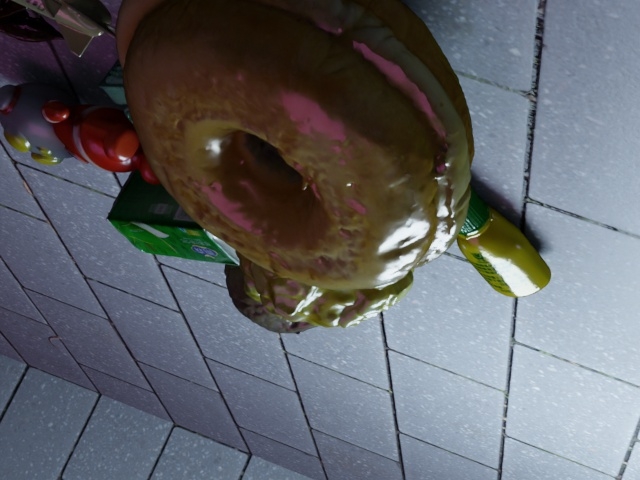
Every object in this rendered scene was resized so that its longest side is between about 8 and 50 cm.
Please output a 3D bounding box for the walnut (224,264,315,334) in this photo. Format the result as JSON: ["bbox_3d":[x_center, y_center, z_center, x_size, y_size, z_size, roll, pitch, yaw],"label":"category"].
[{"bbox_3d":[-0.032,0.051,2.094,0.230,0.178,0.178,-7,144,36],"label":"walnut"}]

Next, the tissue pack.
[{"bbox_3d":[-0.159,-0.040,2.023,0.209,0.148,0.156,5,150,43],"label":"tissue pack"}]

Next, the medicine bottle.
[{"bbox_3d":[0.200,-0.013,1.801,0.095,0.064,0.260,5,152,39],"label":"medicine bottle"}]

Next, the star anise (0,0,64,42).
[{"bbox_3d":[-0.432,-0.313,1.801,0.212,0.053,0.157,19,159,19],"label":"star anise"}]

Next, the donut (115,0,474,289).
[{"bbox_3d":[-0.030,-0.127,1.543,0.449,0.198,0.449,23,149,15],"label":"donut"}]

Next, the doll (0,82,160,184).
[{"bbox_3d":[-0.349,-0.151,1.994,0.336,0.105,0.200,20,173,40],"label":"doll"}]

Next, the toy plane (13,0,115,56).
[{"bbox_3d":[-0.338,-0.305,1.618,0.256,0.104,0.242,41,-175,-16],"label":"toy plane"}]

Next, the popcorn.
[{"bbox_3d":[0.000,0.000,1.834,0.256,0.255,0.195,40,-162,-1],"label":"popcorn"}]

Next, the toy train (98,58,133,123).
[{"bbox_3d":[-0.202,-0.190,1.825,0.172,0.070,0.099,6,144,42],"label":"toy train"}]
